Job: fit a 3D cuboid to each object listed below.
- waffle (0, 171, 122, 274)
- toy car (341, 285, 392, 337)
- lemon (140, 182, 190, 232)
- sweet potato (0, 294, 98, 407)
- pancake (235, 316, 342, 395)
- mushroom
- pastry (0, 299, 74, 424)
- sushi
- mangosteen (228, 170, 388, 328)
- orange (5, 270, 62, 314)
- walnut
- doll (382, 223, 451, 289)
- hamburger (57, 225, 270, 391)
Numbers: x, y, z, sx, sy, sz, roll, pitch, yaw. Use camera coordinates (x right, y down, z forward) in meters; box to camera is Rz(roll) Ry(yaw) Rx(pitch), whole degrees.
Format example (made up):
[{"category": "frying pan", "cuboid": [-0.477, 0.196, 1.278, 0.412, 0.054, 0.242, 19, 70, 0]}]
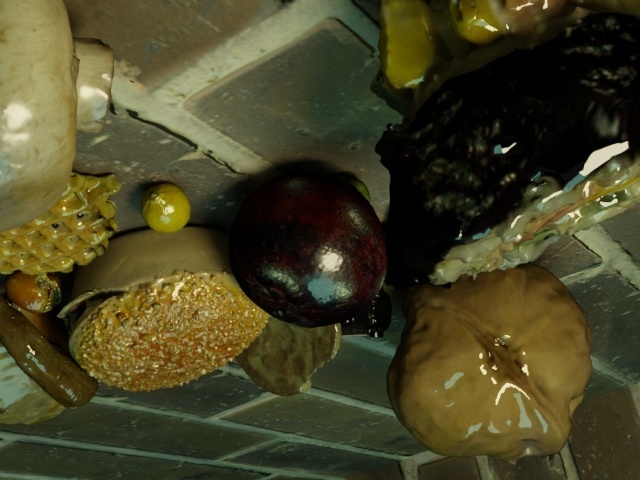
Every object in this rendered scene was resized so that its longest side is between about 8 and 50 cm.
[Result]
[{"category": "waffle", "cuboid": [-0.376, -0.022, 1.128, 0.254, 0.052, 0.245, 6, 148, -31]}, {"category": "toy car", "cuboid": [0.017, 0.119, 1.520, 0.209, 0.089, 0.108, 1, 176, -36]}, {"category": "lemon", "cuboid": [-0.196, -0.041, 1.148, 0.062, 0.062, 0.083, -15, 154, 7]}, {"category": "sweet potato", "cuboid": [-0.389, 0.165, 1.276, 0.062, 0.081, 0.233, -42, 130, -12]}, {"category": "pancake", "cuboid": [-0.061, 0.130, 1.414, 0.042, 0.222, 0.236, -22, 136, -47]}, {"category": "mushroom", "cuboid": [-0.268, -0.103, 0.769, 0.195, 0.189, 0.254, -1, 150, -30]}, {"category": "pastry", "cuboid": [-0.487, 0.196, 1.385, 0.236, 0.170, 0.256, -21, 148, 13]}, {"category": "sushi", "cuboid": [0.187, -0.137, 0.870, 0.328, 0.285, 0.328, -35, 165, 38]}, {"category": "mangosteen", "cuboid": [-0.007, 0.001, 1.178, 0.216, 0.216, 0.216, -10, 154, -5]}, {"category": "orange", "cuboid": [-0.398, 0.063, 1.264, 0.086, 0.086, 0.062, 23, 95, -50]}, {"category": "walnut", "cuboid": [0.286, 0.203, 1.546, 0.383, 0.383, 0.383, -10, 154, -5]}, {"category": "doll", "cuboid": [0.118, 0.013, 1.378, 0.248, 0.088, 0.127, 23, 159, -36]}, {"category": "hamburger", "cuboid": [-0.217, 0.105, 1.308, 0.302, 0.170, 0.302, -9, 154, -5]}]
